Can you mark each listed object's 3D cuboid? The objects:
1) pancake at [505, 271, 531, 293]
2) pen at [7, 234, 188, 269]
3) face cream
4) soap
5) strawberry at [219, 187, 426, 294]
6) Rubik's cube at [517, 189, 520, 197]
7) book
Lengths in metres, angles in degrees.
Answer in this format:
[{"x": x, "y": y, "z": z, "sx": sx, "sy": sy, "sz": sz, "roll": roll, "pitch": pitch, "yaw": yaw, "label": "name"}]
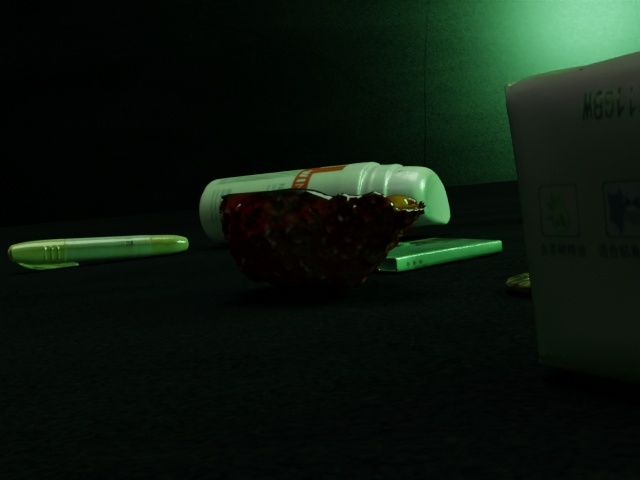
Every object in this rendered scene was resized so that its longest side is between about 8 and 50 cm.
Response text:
[{"x": 0.185, "y": 0.026, "z": 0.616, "sx": 0.115, "sy": 0.011, "sz": 0.115, "roll": -5, "pitch": 5, "yaw": 0, "label": "pancake"}, {"x": -0.290, "y": 0.015, "z": 1.167, "sx": 0.234, "sy": 0.040, "sz": 0.032, "roll": -2, "pitch": 4, "yaw": -21, "label": "pen"}, {"x": 0.000, "y": -0.048, "z": 1.178, "sx": 0.346, "sy": 0.101, "sz": 0.102, "roll": -4, "pitch": 5, "yaw": 33, "label": "face cream"}, {"x": 0.205, "y": -0.016, "z": 0.342, "sx": 0.182, "sy": 0.138, "sz": 0.199, "roll": -7, "pitch": 5, "yaw": -28, "label": "soap"}, {"x": -0.002, "y": 0.000, "z": 0.706, "sx": 0.192, "sy": 0.085, "sz": 0.140, "roll": 2, "pitch": -1, "yaw": 19, "label": "strawberry"}, {"x": 0.320, "y": -0.076, "z": 1.183, "sx": 0.111, "sy": 0.111, "sz": 0.093, "roll": -3, "pitch": -22, "yaw": 28, "label": "Rubik's cube"}, {"x": 0.091, "y": 0.012, "z": 0.855, "sx": 0.135, "sy": 0.017, "sz": 0.103, "roll": -9, "pitch": 6, "yaw": -35, "label": "book"}]
